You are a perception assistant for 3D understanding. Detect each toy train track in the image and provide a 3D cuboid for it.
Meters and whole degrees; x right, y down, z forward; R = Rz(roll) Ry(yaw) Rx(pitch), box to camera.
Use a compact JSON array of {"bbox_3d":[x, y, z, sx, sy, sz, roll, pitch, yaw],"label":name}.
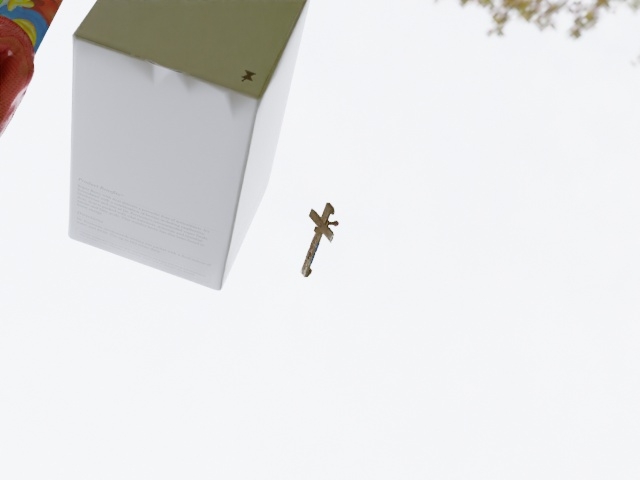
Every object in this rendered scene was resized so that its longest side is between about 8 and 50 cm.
[{"bbox_3d":[0.000,0.000,1.184,0.014,0.083,0.048,1,-146,-34],"label":"toy train track"}]

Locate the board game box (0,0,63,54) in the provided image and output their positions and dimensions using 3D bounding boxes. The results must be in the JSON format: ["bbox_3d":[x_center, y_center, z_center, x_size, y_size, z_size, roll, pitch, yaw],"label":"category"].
[{"bbox_3d":[-0.417,-0.216,1.377,0.144,0.142,0.275,29,-103,-28],"label":"board game box"}]

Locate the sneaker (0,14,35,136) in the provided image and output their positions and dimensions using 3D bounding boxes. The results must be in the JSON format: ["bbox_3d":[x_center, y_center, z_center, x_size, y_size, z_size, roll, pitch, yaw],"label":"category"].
[{"bbox_3d":[-0.279,-0.027,0.651,0.314,0.136,0.116,-51,-57,-20],"label":"sneaker"}]

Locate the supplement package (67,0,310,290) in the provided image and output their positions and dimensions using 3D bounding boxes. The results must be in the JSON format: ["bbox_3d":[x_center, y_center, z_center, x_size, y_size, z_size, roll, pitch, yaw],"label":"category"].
[{"bbox_3d":[-0.134,-0.123,1.195,0.178,0.293,0.175,20,-129,2],"label":"supplement package"}]
